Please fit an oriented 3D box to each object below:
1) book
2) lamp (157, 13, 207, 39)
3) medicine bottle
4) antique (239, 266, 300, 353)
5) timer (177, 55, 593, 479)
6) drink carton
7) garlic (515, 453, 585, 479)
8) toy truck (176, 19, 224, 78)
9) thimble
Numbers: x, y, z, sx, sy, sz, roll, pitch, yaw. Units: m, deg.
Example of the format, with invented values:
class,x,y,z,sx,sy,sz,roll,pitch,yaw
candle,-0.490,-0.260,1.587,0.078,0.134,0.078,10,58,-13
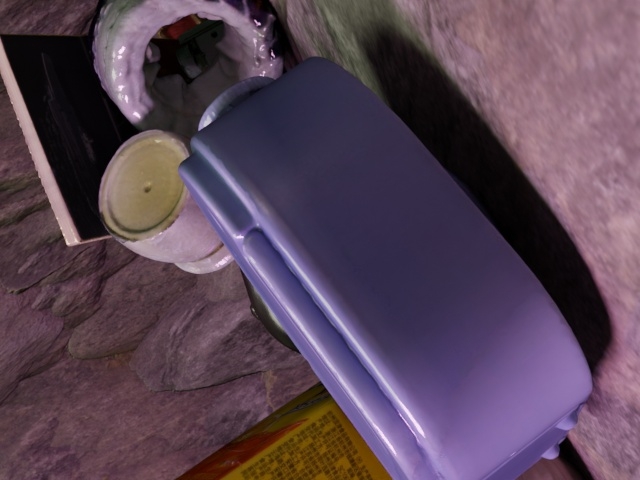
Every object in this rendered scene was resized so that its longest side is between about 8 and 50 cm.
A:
class,x,y,z,sx,sy,sz,roll,pitch,yaw
book,-0.242,-0.142,1.377,0.374,0.028,0.263,-18,-96,-60
lamp,-0.169,-0.260,1.704,0.274,0.177,0.177,55,176,47
medicine bottle,-0.165,-0.044,1.251,0.143,0.147,0.147,28,-155,-56
antique,0.000,0.000,1.171,0.255,0.185,0.322,57,-157,-10
timer,0.044,0.020,0.820,0.395,0.173,0.395,54,175,6
drink carton,0.026,0.195,1.037,0.111,0.351,0.154,61,148,-1
garlic,0.213,0.270,1.095,0.142,0.178,0.229,18,-157,14
toy truck,-0.098,-0.206,1.521,0.260,0.128,0.135,59,-169,-21
thimble,-0.161,-0.224,1.296,0.237,0.237,0.150,60,176,-38
